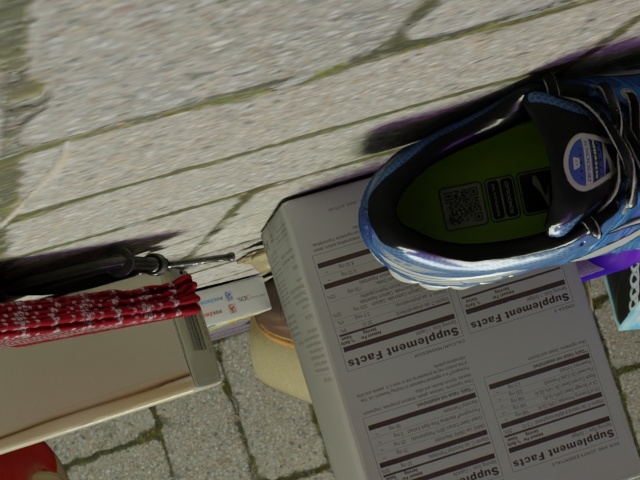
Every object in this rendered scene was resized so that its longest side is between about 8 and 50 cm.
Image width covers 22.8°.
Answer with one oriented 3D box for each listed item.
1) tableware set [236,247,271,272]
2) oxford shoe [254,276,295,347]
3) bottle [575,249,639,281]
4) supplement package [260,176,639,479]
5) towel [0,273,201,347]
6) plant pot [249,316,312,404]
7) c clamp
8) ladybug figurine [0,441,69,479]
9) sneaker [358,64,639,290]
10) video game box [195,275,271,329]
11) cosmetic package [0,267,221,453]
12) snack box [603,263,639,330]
[{"bbox_3d":[0.000,0.000,1.460,0.169,0.020,0.141,-15,173,-17],"label":"tableware set"},{"bbox_3d":[0.049,0.038,1.734,0.364,0.130,0.133,-13,147,38],"label":"oxford shoe"},{"bbox_3d":[0.214,-0.035,1.205,0.092,0.118,0.283,-33,177,-9],"label":"bottle"},{"bbox_3d":[0.091,0.080,1.216,0.198,0.262,0.199,-17,176,-8],"label":"supplement package"},{"bbox_3d":[-0.235,0.060,1.078,0.199,0.031,0.275,-13,175,34],"label":"towel"},{"bbox_3d":[0.063,0.118,1.942,0.274,0.256,0.256,-2,-178,22],"label":"plant pot"},{"bbox_3d":[-0.148,0.019,1.129,0.137,0.022,0.161,-12,177,13],"label":"c clamp"},{"bbox_3d":[-0.460,0.255,1.573,0.449,0.162,0.305,-11,-158,16],"label":"ladybug figurine"},{"bbox_3d":[0.179,-0.042,0.940,0.330,0.130,0.147,-18,178,9],"label":"sneaker"},{"bbox_3d":[-0.189,0.099,1.778,0.205,0.048,0.187,-21,177,43],"label":"video game box"},{"bbox_3d":[-0.254,0.120,1.358,0.309,0.113,0.160,-19,176,4],"label":"cosmetic package"},{"bbox_3d":[0.364,-0.026,1.257,0.187,0.060,0.322,-7,155,-12],"label":"snack box"}]
